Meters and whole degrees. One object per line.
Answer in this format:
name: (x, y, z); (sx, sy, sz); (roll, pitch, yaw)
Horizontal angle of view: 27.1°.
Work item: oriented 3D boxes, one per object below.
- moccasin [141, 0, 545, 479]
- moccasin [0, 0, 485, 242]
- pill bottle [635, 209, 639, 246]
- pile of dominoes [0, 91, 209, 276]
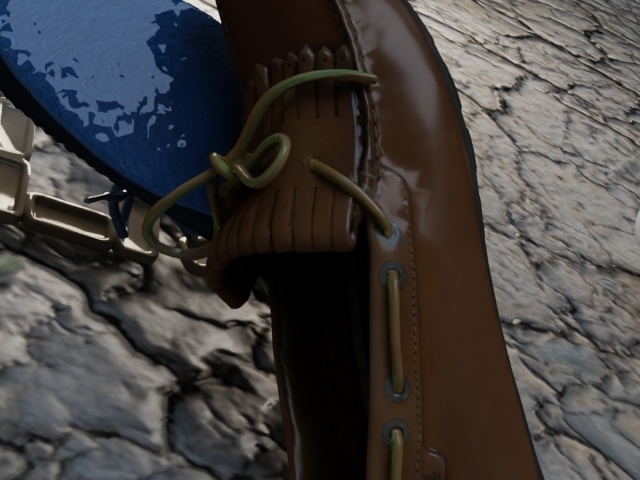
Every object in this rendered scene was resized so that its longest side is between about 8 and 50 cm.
moccasin: (-0.002, 0.001, 0.689); (0.147, 0.139, 0.380); (-6, 80, -31)
moccasin: (-0.062, -0.037, 0.814); (0.342, 0.117, 0.138); (34, 64, -17)
pill bottle: (0.345, 0.046, 1.047); (0.136, 0.136, 0.245); (15, 29, -25)
pile of dominoes: (-0.135, -0.059, 0.921); (0.196, 0.040, 0.251); (19, 36, -19)
